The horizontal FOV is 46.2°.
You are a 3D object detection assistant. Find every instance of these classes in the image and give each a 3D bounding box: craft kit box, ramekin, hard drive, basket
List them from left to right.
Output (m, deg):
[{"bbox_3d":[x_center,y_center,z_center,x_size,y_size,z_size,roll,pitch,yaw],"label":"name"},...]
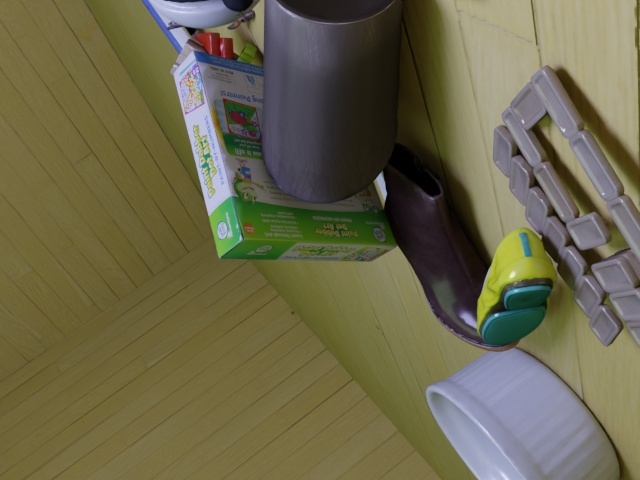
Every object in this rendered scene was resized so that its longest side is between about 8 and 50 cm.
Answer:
[{"bbox_3d":[-0.340,-0.491,1.555,0.318,0.040,0.210,55,-179,-1],"label":"hard drive"},{"bbox_3d":[-0.039,-0.095,0.921,0.061,0.250,0.246,-37,62,39],"label":"craft kit box"},{"bbox_3d":[0.012,-0.184,0.776,0.154,0.204,0.226,14,149,8],"label":"basket"},{"bbox_3d":[0.290,0.283,1.075,0.277,0.135,0.277,51,168,15],"label":"ramekin"}]

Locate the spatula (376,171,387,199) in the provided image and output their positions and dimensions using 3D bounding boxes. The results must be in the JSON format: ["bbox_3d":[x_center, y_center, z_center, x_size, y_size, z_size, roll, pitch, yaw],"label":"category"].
[{"bbox_3d":[0.046,-0.084,1.140,0.168,0.019,0.242,6,140,33],"label":"spatula"}]

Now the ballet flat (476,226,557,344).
[{"bbox_3d":[0.210,0.050,0.819,0.231,0.077,0.077,75,-173,-67],"label":"ballet flat"}]

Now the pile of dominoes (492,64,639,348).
[{"bbox_3d":[0.242,-0.021,0.664,0.251,0.040,0.196,61,174,6],"label":"pile of dominoes"}]

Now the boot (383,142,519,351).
[{"bbox_3d":[0.154,0.012,0.937,0.248,0.090,0.206,51,171,36],"label":"boot"}]

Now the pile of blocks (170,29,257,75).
[{"bbox_3d":[-0.082,-0.236,1.233,0.362,0.149,0.112,44,125,7],"label":"pile of blocks"}]

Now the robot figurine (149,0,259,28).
[{"bbox_3d":[-0.148,-0.375,0.854,0.174,0.209,0.278,6,151,13],"label":"robot figurine"}]

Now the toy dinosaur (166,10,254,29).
[{"bbox_3d":[-0.243,-0.445,1.188,0.295,0.127,0.200,54,178,33],"label":"toy dinosaur"}]
